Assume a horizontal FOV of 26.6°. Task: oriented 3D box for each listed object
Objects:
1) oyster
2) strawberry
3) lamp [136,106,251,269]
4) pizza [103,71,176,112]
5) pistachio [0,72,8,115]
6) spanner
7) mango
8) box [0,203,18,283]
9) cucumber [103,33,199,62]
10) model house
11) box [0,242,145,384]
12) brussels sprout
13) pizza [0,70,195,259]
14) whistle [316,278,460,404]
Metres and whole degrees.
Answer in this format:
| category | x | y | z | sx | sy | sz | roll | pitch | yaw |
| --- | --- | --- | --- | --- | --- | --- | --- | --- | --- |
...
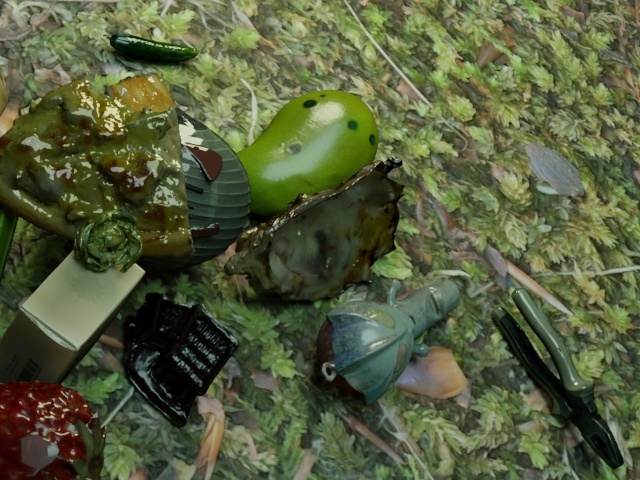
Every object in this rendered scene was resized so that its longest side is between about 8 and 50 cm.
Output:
| category | x | y | z | sx | sy | sz | roll | pitch | yaw |
| --- | --- | --- | --- | --- | --- | --- | --- | --- | --- |
| oyster | -0.008 | 0.007 | 2.069 | 0.361 | 0.221 | 0.096 | -30 | 39 | -32 |
| strawberry | -0.389 | 0.258 | 1.650 | 0.245 | 0.205 | 0.205 | 15 | 48 | 9 |
| lamp | -0.228 | -0.076 | 1.928 | 0.265 | 0.233 | 0.233 | 15 | 51 | -5 |
| pizza | -0.282 | -0.187 | 2.092 | 0.188 | 0.080 | 0.204 | 24 | 35 | -45 |
| pistachio | -0.575 | -0.198 | 1.815 | 0.309 | 0.230 | 0.229 | 10 | 53 | -7 |
| spanner | 0.389 | 0.225 | 2.181 | 0.040 | 0.095 | 0.324 | -19 | 69 | -38 |
| mango | -0.025 | -0.134 | 2.163 | 0.293 | 0.143 | 0.175 | -34 | 79 | -32 |
| box | -0.457 | 0.040 | 1.780 | 0.097 | 0.134 | 0.345 | 19 | 50 | -16 |
| cucumber | -0.277 | -0.309 | 2.199 | 0.168 | 0.039 | 0.039 | 5 | 56 | -31 |
| model house | -0.193 | 0.141 | 1.859 | 0.165 | 0.152 | 0.106 | 43 | 41 | 0 |
| box | -0.338 | 0.113 | 1.745 | 0.095 | 0.212 | 0.168 | 40 | 47 | -1 |
| brussels sprout | -0.268 | 0.001 | 1.690 | 0.085 | 0.058 | 0.085 | -1 | 91 | -31 |
| pizza | -0.290 | -0.105 | 1.771 | 0.324 | 0.089 | 0.223 | 22 | 79 | -3 |
| whistle | 0.102 | 0.139 | 2.063 | 0.142 | 0.133 | 0.346 | 48 | 38 | 11 |
